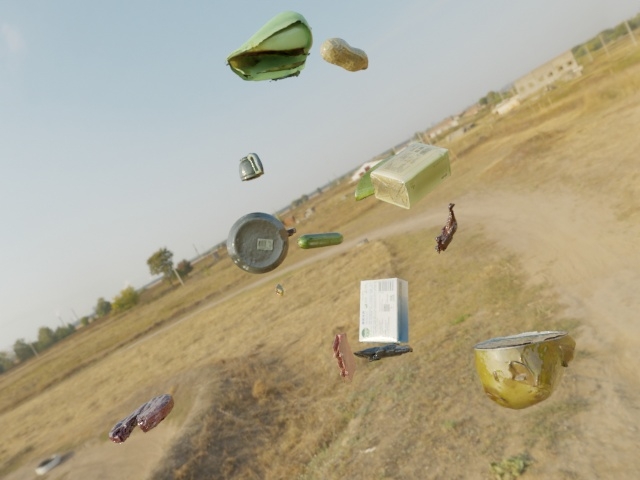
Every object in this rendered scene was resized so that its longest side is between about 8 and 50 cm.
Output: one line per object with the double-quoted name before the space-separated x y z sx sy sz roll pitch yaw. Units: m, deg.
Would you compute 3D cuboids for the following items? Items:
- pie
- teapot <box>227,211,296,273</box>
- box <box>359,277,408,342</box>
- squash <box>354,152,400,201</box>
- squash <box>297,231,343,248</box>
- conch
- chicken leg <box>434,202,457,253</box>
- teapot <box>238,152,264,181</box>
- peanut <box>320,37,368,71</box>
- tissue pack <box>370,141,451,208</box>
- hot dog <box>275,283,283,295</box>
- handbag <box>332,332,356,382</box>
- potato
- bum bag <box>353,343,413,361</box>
"pie" -0.590 0.593 1.525 0.218 0.054 0.204 -27 5 22
"teapot" -0.254 0.002 1.988 0.300 0.254 0.344 -17 4 -10
"box" 0.199 0.222 1.429 0.139 0.194 0.073 -10 -19 39
"squash" 0.239 -0.262 1.827 0.252 0.093 0.169 -24 17 14
"squash" 0.000 0.000 1.924 0.228 0.066 0.066 -6 -10 -36
"conch" -0.121 -0.517 1.257 0.137 0.143 0.251 25 70 45
"chicken leg" 0.540 -0.046 1.929 0.089 0.219 0.048 15 10 -36
"teapot" -0.313 -0.323 2.006 0.111 0.108 0.149 -21 5 -6
"peanut" 0.093 -0.697 1.717 0.214 0.099 0.090 12 -39 -33
"tissue pack" 0.310 -0.224 1.548 0.234 0.125 0.159 -37 40 -25
"hot dog" -0.197 0.231 2.138 0.034 0.030 0.090 3 17 -19
"handbag" 0.118 0.593 2.312 0.059 0.213 0.157 -12 15 17
"potato" 0.597 0.376 1.329 0.299 0.196 0.246 -8 -7 -22
"bum bag" 0.264 0.471 1.918 0.248 0.060 0.123 -13 -14 8
